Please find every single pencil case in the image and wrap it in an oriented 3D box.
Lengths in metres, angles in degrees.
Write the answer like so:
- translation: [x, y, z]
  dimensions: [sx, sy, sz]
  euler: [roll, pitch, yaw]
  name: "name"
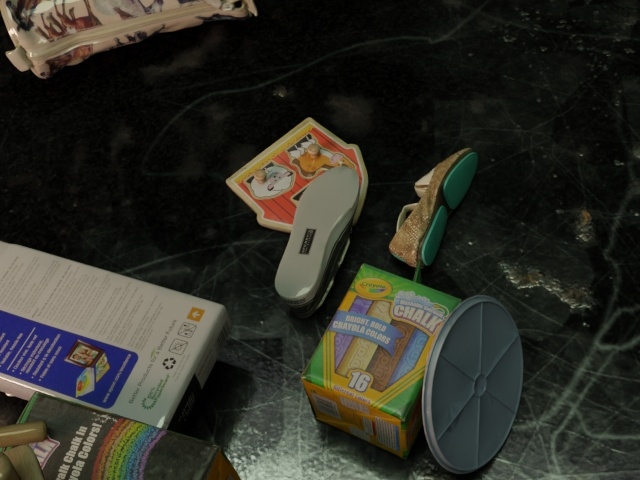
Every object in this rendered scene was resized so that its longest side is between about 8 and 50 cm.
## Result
- translation: [-0.314, -0.392, 1.433]
  dimensions: [0.410, 0.160, 0.183]
  euler: [-18, 41, -5]
  name: "pencil case"

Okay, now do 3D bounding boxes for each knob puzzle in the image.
- translation: [-0.016, -0.086, 1.265]
  dimensions: [0.213, 0.030, 0.213]
  euler: [-3, 56, 5]
  name: "knob puzzle"

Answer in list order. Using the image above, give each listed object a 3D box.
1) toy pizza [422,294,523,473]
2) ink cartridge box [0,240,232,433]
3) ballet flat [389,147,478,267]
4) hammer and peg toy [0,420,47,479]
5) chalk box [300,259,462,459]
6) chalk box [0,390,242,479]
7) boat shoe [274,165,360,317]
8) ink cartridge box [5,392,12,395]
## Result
- translation: [0.168, 0.161, 0.986]
  dimensions: [0.032, 0.201, 0.201]
  euler: [5, 53, 42]
  name: "toy pizza"
- translation: [-0.311, 0.116, 1.072]
  dimensions: [0.370, 0.069, 0.176]
  euler: [16, 58, 15]
  name: "ink cartridge box"
- translation: [0.151, -0.053, 1.200]
  dimensions: [0.067, 0.073, 0.206]
  euler: [11, 54, 31]
  name: "ballet flat"
- translation: [-0.350, 0.286, 0.762]
  dimensions: [0.266, 0.127, 0.361]
  euler: [-19, 57, -18]
  name: "hammer and peg toy"
- translation: [0.088, 0.126, 1.047]
  dimensions: [0.132, 0.132, 0.213]
  euler: [21, 62, 20]
  name: "chalk box"
- translation: [-0.252, 0.294, 0.952]
  dimensions: [0.289, 0.179, 0.180]
  euler: [12, 59, 16]
  name: "chalk box"
- translation: [0.000, 0.000, 1.181]
  dimensions: [0.077, 0.070, 0.219]
  euler: [12, 63, 25]
  name: "boat shoe"
- translation: [-0.294, 0.168, 1.111]
  dimensions: [0.180, 0.060, 0.104]
  euler: [1, 55, 8]
  name: "ink cartridge box"
